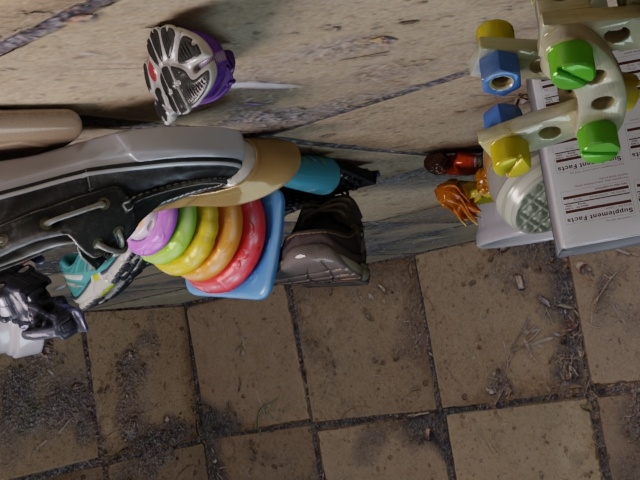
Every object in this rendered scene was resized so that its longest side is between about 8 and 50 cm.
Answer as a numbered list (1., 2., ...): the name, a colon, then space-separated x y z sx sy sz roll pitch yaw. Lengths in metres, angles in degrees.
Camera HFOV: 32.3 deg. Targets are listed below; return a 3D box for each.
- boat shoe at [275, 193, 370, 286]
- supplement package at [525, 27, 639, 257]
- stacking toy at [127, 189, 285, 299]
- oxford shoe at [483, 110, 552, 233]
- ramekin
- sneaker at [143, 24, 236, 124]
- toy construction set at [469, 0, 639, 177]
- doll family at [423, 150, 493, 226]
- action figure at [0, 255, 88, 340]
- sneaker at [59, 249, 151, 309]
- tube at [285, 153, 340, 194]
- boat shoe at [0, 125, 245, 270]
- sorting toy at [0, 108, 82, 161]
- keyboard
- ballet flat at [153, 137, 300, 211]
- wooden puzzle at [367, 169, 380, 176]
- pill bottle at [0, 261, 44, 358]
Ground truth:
1. boat shoe: 0.000 0.000 1.625 0.132 0.130 0.355 -3 175 5
2. supplement package: 0.300 -0.097 1.133 0.149 0.203 0.194 -10 175 10
3. stacking toy: -0.203 -0.024 1.444 0.175 0.165 0.302 1 171 42
4. oxford shoe: 0.391 -0.135 1.371 0.449 0.130 0.169 -17 138 -20
5. ramekin: 0.382 -0.077 1.807 0.277 0.135 0.277 -10 175 -1
6. sneaker: -0.097 -0.139 0.875 0.071 0.068 0.170 -23 -174 -14
7. toy construction set: 0.271 -0.155 0.778 0.328 0.151 0.215 -16 150 -4
8. doll family: 0.258 -0.089 1.564 0.163 0.118 0.263 -4 172 -40
9. action figure: -0.399 0.014 1.149 0.341 0.178 0.330 11 -152 38
10. sneaker: -0.324 0.013 1.710 0.275 0.110 0.107 -37 175 39
11. tube: -0.048 -0.090 1.408 0.080 0.052 0.207 13 -175 30
12. boat shoe: -0.230 -0.027 1.074 0.335 0.119 0.121 -14 173 -6
13. sorting toy: -0.351 -0.086 1.056 0.193 0.038 0.208 -6 169 -33
14. keyboard: -0.057 -0.062 1.682 0.317 0.033 0.201 -12 168 33
15. ballet flat: -0.139 -0.077 1.283 0.232 0.080 0.073 -13 159 18
16. wooden puzzle: 0.036 -0.093 1.695 0.116 0.014 0.078 -10 174 0
17. pill bottle: -0.628 0.117 1.713 0.363 0.210 0.210 -7 174 -25
